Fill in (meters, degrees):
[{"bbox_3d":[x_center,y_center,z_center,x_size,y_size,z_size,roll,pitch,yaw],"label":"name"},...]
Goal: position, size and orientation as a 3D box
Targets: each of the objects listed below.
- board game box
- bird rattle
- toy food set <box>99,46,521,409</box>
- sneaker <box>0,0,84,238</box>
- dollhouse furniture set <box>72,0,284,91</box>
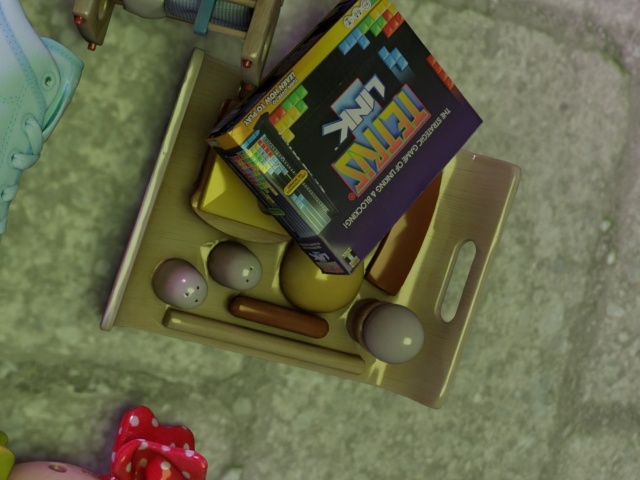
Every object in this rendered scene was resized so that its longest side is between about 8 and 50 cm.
[{"bbox_3d":[0.021,-0.082,0.847,0.141,0.048,0.170,48,69,-18],"label":"board game box"},{"bbox_3d":[-0.207,0.219,0.853,0.253,0.143,0.207,8,108,-40],"label":"bird rattle"},{"bbox_3d":[0.000,0.000,0.900,0.306,0.092,0.219,17,92,-28],"label":"toy food set"},{"bbox_3d":[-0.224,-0.073,0.753,0.150,0.135,0.366,-7,104,-21],"label":"sneaker"},{"bbox_3d":[-0.088,-0.195,0.733,0.129,0.183,0.129,14,80,1],"label":"dollhouse furniture set"}]
